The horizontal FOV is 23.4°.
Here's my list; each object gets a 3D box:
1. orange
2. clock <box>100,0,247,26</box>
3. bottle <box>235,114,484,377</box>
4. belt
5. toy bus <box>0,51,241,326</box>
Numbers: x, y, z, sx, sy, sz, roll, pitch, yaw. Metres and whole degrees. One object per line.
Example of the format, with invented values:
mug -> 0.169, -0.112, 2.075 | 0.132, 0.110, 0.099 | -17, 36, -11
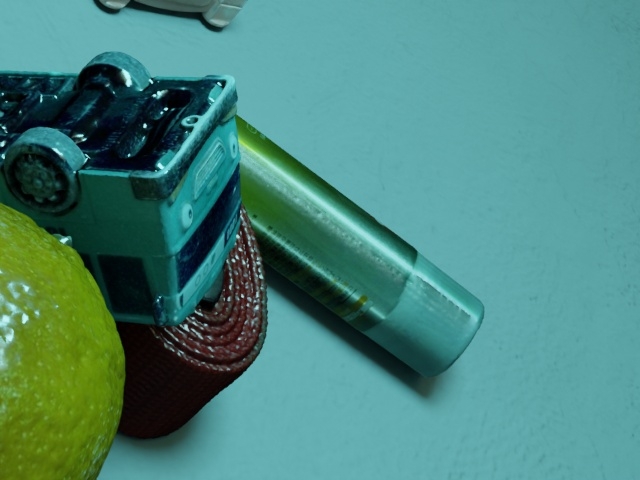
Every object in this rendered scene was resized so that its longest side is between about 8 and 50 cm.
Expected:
orange -> -0.226, 0.088, 0.818 | 0.264, 0.264, 0.264 | 24, 44, -25
clock -> -0.137, -0.280, 1.345 | 0.166, 0.093, 0.162 | 3, 53, -40
bottle -> 0.000, 0.000, 1.233 | 0.286, 0.082, 0.082 | 37, 40, -12
belt -> -0.110, 0.024, 1.082 | 0.128, 0.124, 0.201 | 13, 50, -37
toy bus -> -0.177, -0.031, 0.961 | 0.256, 0.147, 0.128 | 5, 37, 20
